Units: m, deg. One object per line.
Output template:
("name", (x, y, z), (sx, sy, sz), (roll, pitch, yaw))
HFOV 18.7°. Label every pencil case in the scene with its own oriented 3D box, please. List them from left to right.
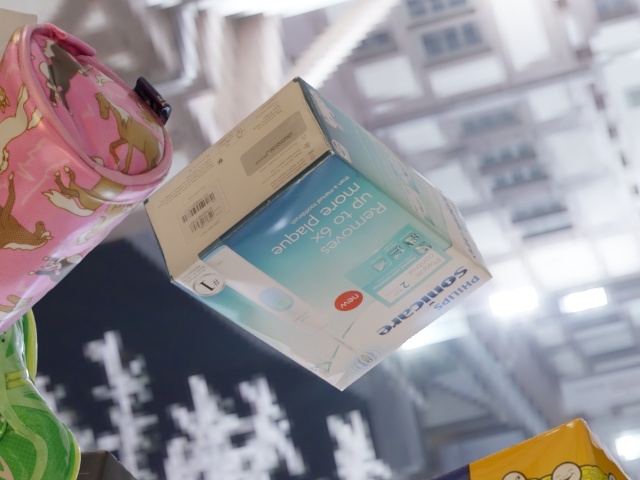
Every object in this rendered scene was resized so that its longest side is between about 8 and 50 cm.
("pencil case", (-0.285, 0.002, 1.524), (0.160, 0.386, 0.167), (45, -154, -5))

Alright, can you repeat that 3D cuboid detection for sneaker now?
("sneaker", (-0.327, 0.154, 1.927), (0.123, 0.109, 0.295), (42, -162, -52))

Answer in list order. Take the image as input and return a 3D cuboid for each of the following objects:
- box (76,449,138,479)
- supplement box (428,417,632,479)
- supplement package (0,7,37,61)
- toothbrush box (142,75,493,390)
("box", (-0.379, 0.428, 2.238), (0.179, 0.343, 0.312), (56, -146, -46))
("supplement box", (0.151, 0.331, 1.254), (0.195, 0.194, 0.356), (50, -156, -38))
("supplement package", (-0.399, -0.095, 1.835), (0.204, 0.145, 0.261), (9, -98, -39))
("toothbrush box", (0.000, 0.000, 2.002), (0.295, 0.216, 0.126), (37, -158, -45))
